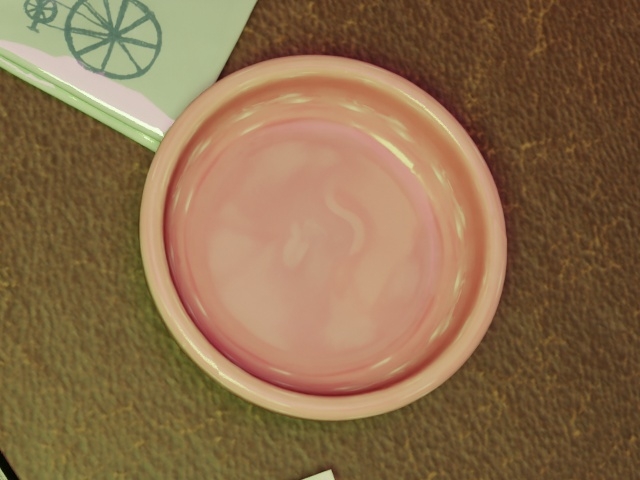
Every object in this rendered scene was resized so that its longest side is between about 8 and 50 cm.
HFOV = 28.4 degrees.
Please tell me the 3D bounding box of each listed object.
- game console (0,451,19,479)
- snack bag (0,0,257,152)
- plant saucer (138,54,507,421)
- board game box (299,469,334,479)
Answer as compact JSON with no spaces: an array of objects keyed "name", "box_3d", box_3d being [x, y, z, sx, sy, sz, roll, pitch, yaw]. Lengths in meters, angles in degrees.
[{"name":"game console","box_3d":[-0.310,0.222,1.045,0.107,0.071,0.122,-30,85,-49]},{"name":"snack bag","box_3d":[-0.202,-0.294,1.188,0.323,0.037,0.342,28,72,-7]},{"name":"plant saucer","box_3d":[0.000,0.000,1.140,0.332,0.084,0.332,3,75,-13]},{"name":"board game box","box_3d":[-0.046,0.273,1.090,0.154,0.026,0.103,-18,81,-17]}]
